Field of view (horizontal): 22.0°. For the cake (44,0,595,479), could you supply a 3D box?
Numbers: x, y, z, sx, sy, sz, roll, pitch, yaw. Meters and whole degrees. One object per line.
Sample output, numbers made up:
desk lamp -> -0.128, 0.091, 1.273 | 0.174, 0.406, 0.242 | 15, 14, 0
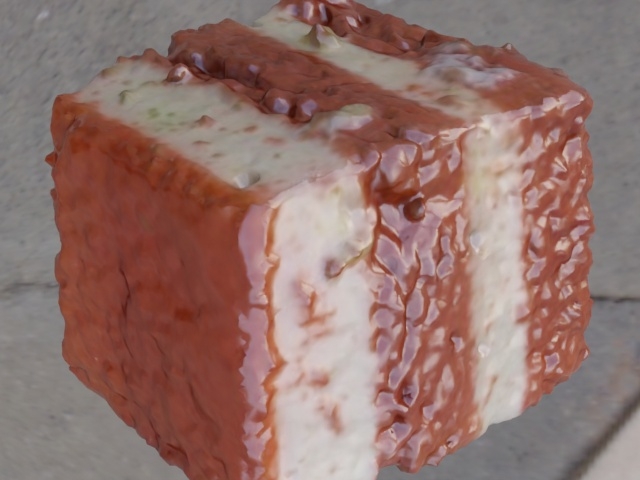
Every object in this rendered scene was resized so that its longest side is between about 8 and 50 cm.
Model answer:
cake -> 0.000, 0.000, 1.155 | 0.319, 0.269, 0.270 | -24, 125, -33
